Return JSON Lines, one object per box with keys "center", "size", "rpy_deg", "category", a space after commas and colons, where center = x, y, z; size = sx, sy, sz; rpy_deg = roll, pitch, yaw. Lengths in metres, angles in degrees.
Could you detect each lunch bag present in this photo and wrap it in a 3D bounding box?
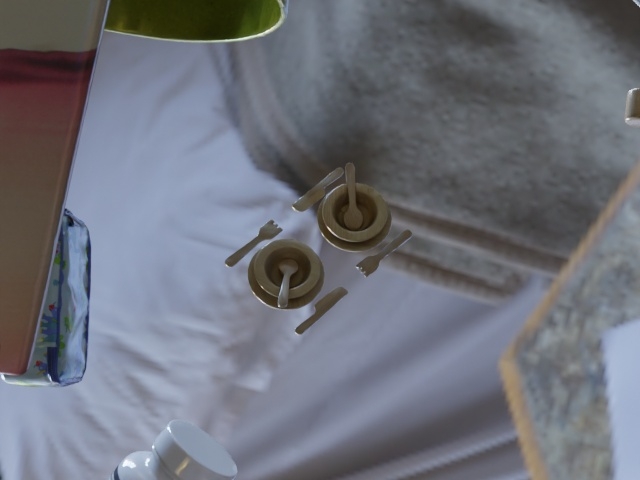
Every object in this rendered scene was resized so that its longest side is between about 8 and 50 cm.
{"center": [-0.336, 0.071, 2.078], "size": [0.176, 0.090, 0.219], "rpy_deg": [66, -155, -82], "category": "lunch bag"}

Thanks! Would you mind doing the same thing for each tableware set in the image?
{"center": [0.000, 0.000, 1.914], "size": [0.194, 0.128, 0.039], "rpy_deg": [-40, -19, -21], "category": "tableware set"}

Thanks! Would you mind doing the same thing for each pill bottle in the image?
{"center": [-0.163, 0.262, 1.593], "size": [0.180, 0.108, 0.108], "rpy_deg": [-51, 26, 12], "category": "pill bottle"}

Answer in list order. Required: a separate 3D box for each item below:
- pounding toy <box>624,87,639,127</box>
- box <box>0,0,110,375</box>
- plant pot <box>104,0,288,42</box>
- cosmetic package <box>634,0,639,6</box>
{"center": [0.403, -0.166, 1.672], "size": [0.206, 0.181, 0.094], "rpy_deg": [-2, 77, 23], "category": "pounding toy"}
{"center": [-0.156, -0.079, 0.689], "size": [0.149, 0.126, 0.232], "rpy_deg": [-91, 16, -46], "category": "box"}
{"center": [-0.128, -0.316, 1.131], "size": [0.275, 0.274, 0.294], "rpy_deg": [170, 113, -67], "category": "plant pot"}
{"center": [0.418, -0.348, 1.829], "size": [0.225, 0.138, 0.224], "rpy_deg": [-46, 55, 17], "category": "cosmetic package"}
